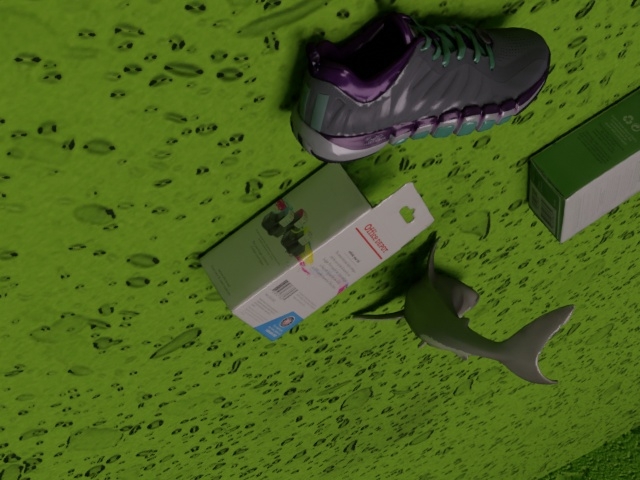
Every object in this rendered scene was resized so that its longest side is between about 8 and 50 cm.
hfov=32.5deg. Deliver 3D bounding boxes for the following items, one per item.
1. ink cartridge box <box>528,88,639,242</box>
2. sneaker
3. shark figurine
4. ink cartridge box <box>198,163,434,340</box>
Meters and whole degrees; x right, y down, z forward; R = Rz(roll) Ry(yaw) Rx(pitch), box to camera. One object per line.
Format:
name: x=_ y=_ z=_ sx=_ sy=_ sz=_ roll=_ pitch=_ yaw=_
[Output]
ink cartridge box: x=0.322 y=-0.094 z=1.162 sx=0.209 sy=0.062 sz=0.109 roll=-32 pitch=154 yaw=-6
sneaker: x=0.086 y=-0.129 z=0.802 sx=0.223 sy=0.083 sz=0.098 roll=-22 pitch=147 yaw=-23
shark figurine: x=0.135 y=0.058 z=1.127 sx=0.166 sy=0.278 sz=0.116 roll=5 pitch=100 yaw=-13
ink cartridge box: x=0.000 y=0.000 z=0.938 sx=0.181 sy=0.062 sz=0.104 roll=-36 pitch=155 yaw=3
